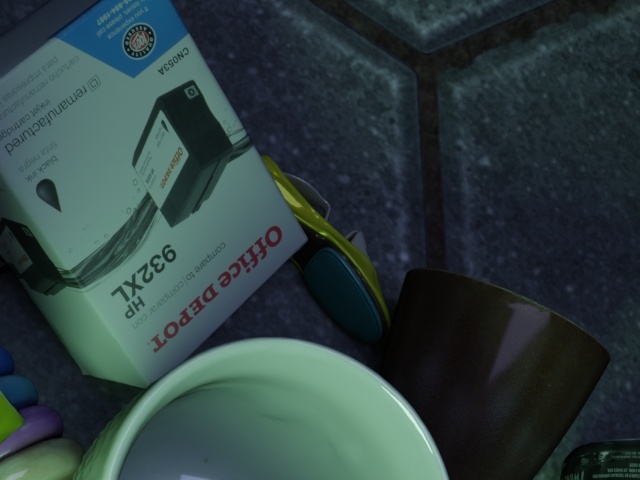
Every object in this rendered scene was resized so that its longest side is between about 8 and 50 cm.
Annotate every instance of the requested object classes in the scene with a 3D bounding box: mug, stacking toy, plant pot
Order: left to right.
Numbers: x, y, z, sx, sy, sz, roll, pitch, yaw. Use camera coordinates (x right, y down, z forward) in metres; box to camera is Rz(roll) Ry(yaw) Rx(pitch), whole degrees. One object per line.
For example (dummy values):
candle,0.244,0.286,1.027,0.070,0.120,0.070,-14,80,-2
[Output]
stacking toy,-0.341,0.091,1.218,0.141,0.141,0.330,-26,78,-26
mug,-0.046,0.282,1.148,0.374,0.328,0.276,45,64,-2
plant pot,0.136,0.177,1.336,0.215,0.215,0.230,27,76,-11

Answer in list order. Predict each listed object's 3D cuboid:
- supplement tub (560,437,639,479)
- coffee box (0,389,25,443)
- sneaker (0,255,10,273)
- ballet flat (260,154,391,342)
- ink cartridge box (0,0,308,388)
supplement tub,0.320,0.374,1.325,0.207,0.207,0.337,15,69,-16
coffee box,-0.461,0.095,0.976,0.338,0.337,0.334,-43,77,-15
sneaker,-0.251,-0.085,1.337,0.283,0.107,0.124,-49,113,-26
ballet flat,0.000,0.000,1.405,0.231,0.077,0.077,44,49,-1
ink cartridge box,-0.183,-0.055,1.246,0.223,0.129,0.307,-44,119,-28
